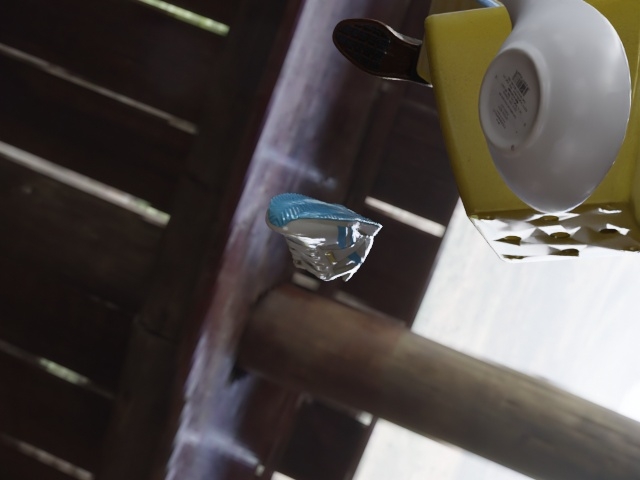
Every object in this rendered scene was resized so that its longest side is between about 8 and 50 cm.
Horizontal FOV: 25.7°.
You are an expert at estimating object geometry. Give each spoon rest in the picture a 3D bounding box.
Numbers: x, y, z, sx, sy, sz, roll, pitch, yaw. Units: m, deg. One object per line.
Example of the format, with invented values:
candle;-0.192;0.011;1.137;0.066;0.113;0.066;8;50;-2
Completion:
spoon rest;0.140;-0.140;0.985;0.084;0.276;0.137;1;138;-30

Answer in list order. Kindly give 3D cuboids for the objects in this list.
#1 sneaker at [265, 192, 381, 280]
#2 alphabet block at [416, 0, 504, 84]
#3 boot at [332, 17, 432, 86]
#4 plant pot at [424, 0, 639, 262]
sneaker;0.000;0.000;1.756;0.229;0.087;0.092;15;101;-60
alphabet block;0.264;-0.281;1.851;0.192;0.193;0.197;-39;158;-26
boot;0.125;-0.277;2.140;0.106;0.219;0.082;9;106;-59
plant pot;0.223;-0.091;1.308;0.212;0.212;0.187;42;48;-61
